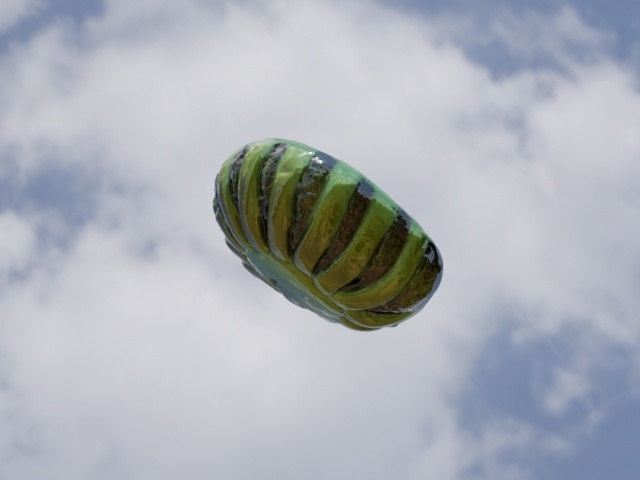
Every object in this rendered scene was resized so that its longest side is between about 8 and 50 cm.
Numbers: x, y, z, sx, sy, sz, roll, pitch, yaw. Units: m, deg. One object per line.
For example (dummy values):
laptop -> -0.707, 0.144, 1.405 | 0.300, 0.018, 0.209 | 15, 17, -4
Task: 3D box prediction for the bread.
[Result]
bread -> 0.000, 0.000, 1.038 | 0.139, 0.130, 0.071 | 38, -109, -8
